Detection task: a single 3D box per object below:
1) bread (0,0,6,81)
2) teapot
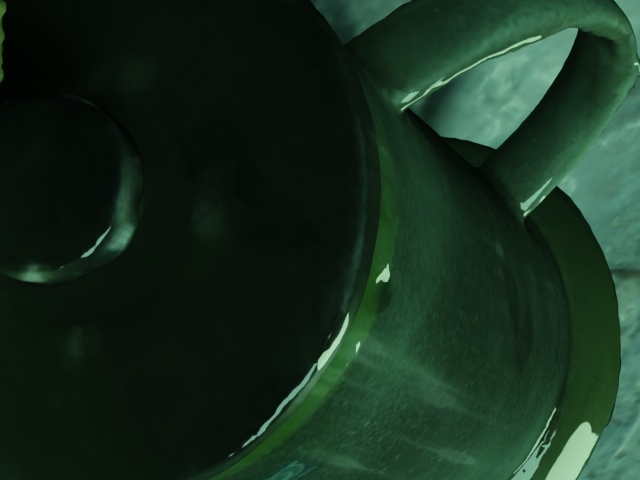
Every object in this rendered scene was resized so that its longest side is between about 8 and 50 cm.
[{"bbox_3d":[-0.225,-0.062,0.412,0.321,0.320,0.237,2,152,-37],"label":"bread"},{"bbox_3d":[0.000,0.000,0.657,0.270,0.200,0.337,-39,158,10],"label":"teapot"}]
